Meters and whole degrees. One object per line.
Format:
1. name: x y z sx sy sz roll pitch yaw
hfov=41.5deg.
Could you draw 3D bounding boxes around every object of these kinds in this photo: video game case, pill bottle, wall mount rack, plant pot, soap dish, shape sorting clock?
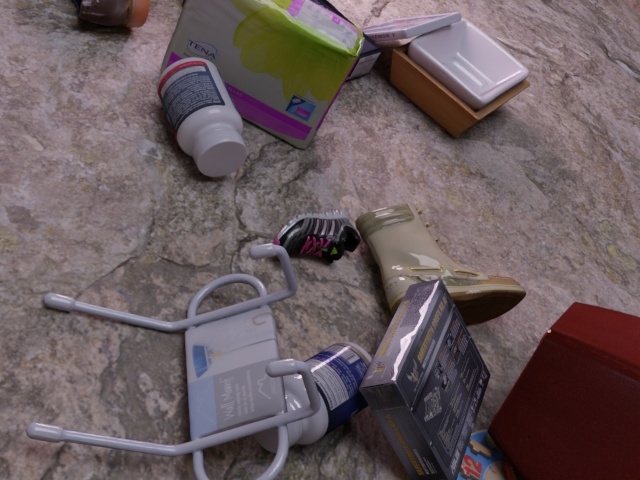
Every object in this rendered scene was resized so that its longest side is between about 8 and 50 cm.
1. video game case: 0.168 -0.451 1.796 0.184 0.023 0.201 6 26 42
2. pill bottle: -0.184 -0.193 1.337 0.108 0.108 0.180 -1 51 -35
3. pill bottle: -0.009 0.200 1.069 0.169 0.094 0.094 -23 65 -45
4. wall mount rack: -0.165 0.136 0.994 0.304 0.130 0.350 -16 40 2
5. plant pot: 0.390 0.235 1.161 0.236 0.267 0.267 32 23 20
6. soap dish: 0.296 -0.350 1.808 0.229 0.118 0.291 42 41 11
7. shape sorting clock: 0.264 0.349 1.142 0.206 0.040 0.206 18 42 -17

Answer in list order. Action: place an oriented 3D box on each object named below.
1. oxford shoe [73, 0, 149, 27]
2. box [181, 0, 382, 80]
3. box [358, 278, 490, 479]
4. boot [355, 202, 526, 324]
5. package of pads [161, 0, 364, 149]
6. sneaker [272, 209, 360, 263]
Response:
1. oxford shoe: -0.425 -0.524 1.499 0.133 0.130 0.363 -12 57 -33
2. box: -0.071 -0.418 1.671 0.295 0.073 0.293 46 41 16
3. box: 0.148 0.191 1.144 0.183 0.056 0.231 60 35 -20
4. boot: 0.195 0.035 1.375 0.262 0.095 0.203 -1 49 -29
5. package of pads: -0.098 -0.320 1.427 0.297 0.229 0.101 27 40 -7
6. sneaker: 0.000 0.000 1.299 0.170 0.063 0.075 -14 53 -47
